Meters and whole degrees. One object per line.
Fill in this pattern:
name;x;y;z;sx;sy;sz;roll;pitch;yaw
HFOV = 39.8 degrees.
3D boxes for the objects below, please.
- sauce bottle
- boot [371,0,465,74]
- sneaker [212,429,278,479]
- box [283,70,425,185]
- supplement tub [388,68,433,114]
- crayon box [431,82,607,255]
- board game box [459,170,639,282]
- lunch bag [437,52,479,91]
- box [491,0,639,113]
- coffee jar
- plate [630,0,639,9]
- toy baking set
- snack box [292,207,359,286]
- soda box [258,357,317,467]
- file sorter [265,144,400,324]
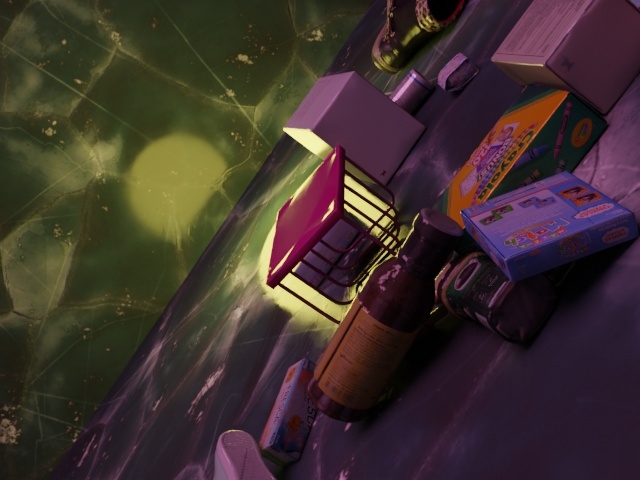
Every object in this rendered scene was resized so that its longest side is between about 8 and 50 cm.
sauce bottle;0.097;0.112;1.292;0.344;0.111;0.111;-61;11;25
boot;0.289;-0.665;2.441;0.284;0.138;0.377;-30;33;60
sneaker;-0.117;0.446;1.432;0.256;0.094;0.151;-121;36;-56
box;0.070;-0.267;2.101;0.168;0.215;0.345;-55;15;-1
supplement tub;0.214;-0.350;2.122;0.107;0.071;0.071;-51;15;18
crayon box;0.286;-0.098;1.334;0.278;0.081;0.165;-53;15;6
board game box;0.282;-0.023;1.123;0.160;0.039;0.211;-20;18;1
lunch bag;0.297;-0.362;1.930;0.083;0.053;0.071;-42;20;11
box;0.388;-0.296;1.362;0.148;0.127;0.232;-53;15;6
coffee jar;0.225;0.070;1.161;0.096;0.079;0.184;-52;16;-4
plate;0.510;-0.412;1.339;0.188;0.024;0.188;21;-90;-83
toy baking set;0.144;0.111;1.431;0.256;0.030;0.196;-45;15;33
snack box;0.000;0.000;2.023;0.174;0.070;0.207;-52;14;8
soda box;-0.046;0.299;1.542;0.063;0.058;0.183;-38;23;47
file sorter;0.038;-0.007;1.706;0.202;0.182;0.290;-47;18;23
